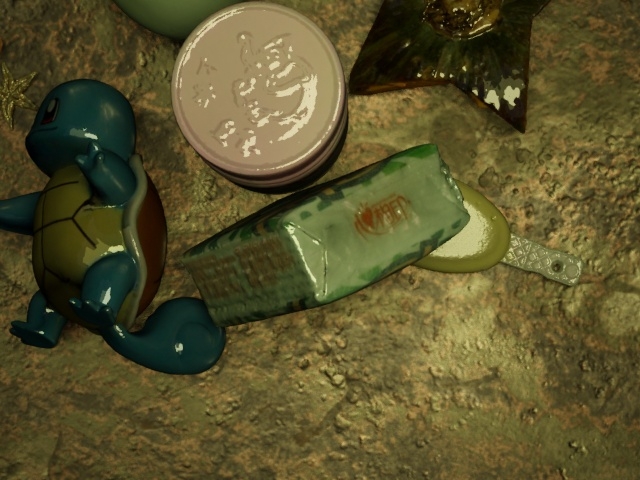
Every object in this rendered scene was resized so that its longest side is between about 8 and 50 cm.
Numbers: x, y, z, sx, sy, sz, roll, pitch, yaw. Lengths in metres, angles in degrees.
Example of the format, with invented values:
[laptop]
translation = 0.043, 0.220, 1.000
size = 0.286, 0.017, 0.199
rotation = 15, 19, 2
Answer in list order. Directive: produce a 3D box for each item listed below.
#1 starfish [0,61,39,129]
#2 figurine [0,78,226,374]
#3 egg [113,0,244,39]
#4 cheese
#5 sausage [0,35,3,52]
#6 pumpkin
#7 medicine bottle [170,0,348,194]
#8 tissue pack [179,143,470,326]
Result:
[starfish]
translation = -0.422, -0.196, 1.679
size = 0.092, 0.016, 0.086
rotation = 19, 88, -4
[figurine]
translation = -0.281, 0.002, 1.574
size = 0.243, 0.298, 0.416
rotation = -25, 91, -33
[egg]
translation = -0.205, -0.375, 1.585
size = 0.183, 0.183, 0.264
rotation = -42, 106, 0
[cheese]
translation = 0.225, 0.000, 1.643
size = 0.255, 0.050, 0.127
rotation = 18, 88, 0
[sausage]
translation = -0.497, -0.236, 1.670
size = 0.158, 0.036, 0.042
rotation = -24, 123, 1
[pumpkin]
translation = 0.198, -0.298, 1.627
size = 0.258, 0.095, 0.290
rotation = 17, 80, 14
[medicine bottle]
translation = -0.066, -0.163, 1.519
size = 0.202, 0.316, 0.202
rotation = 0, 89, 2
[tissue pack]
translation = 0.000, 0.000, 1.486
size = 0.228, 0.311, 0.128
rotation = -28, 94, -29
